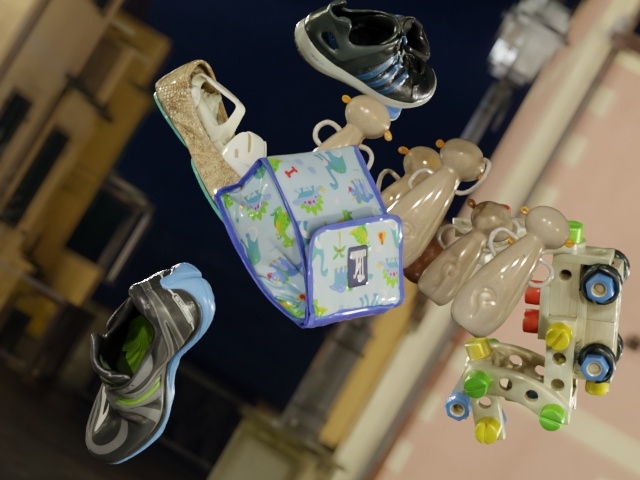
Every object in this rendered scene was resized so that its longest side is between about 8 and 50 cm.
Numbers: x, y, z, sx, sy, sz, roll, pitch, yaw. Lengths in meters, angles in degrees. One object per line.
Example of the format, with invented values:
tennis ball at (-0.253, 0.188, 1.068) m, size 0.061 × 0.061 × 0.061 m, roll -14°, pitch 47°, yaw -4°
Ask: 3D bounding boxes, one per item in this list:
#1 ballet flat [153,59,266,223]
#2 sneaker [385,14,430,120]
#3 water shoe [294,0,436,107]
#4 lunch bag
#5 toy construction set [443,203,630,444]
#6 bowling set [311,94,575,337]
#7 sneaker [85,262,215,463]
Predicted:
ballet flat at (-0.091, -0.091, 1.615) m, size 0.073 × 0.067 × 0.206 m, roll 18°, pitch 34°, yaw -55°
sneaker at (0.115, -0.247, 2.491) m, size 0.058 × 0.152 × 0.084 m, roll 0°, pitch 5°, yaw -37°
water shoe at (0.066, -0.197, 1.852) m, size 0.203 × 0.073 × 0.080 m, roll 14°, pitch -36°, yaw -42°
lunch bag at (0.000, 0.000, 1.522) m, size 0.129 × 0.096 × 0.151 m, roll -10°, pitch 72°, yaw -46°
toy construction set at (0.248, 0.091, 2.058) m, size 0.215 × 0.151 × 0.328 m, roll 7°, pitch -54°, yaw 17°
bowling set at (0.119, -0.034, 1.843) m, size 0.287 × 0.154 × 0.200 m, roll 40°, pitch 2°, yaw 6°
sneaker at (-0.140, 0.090, 1.269) m, size 0.078 × 0.188 × 0.067 m, roll -10°, pitch 51°, yaw -38°
